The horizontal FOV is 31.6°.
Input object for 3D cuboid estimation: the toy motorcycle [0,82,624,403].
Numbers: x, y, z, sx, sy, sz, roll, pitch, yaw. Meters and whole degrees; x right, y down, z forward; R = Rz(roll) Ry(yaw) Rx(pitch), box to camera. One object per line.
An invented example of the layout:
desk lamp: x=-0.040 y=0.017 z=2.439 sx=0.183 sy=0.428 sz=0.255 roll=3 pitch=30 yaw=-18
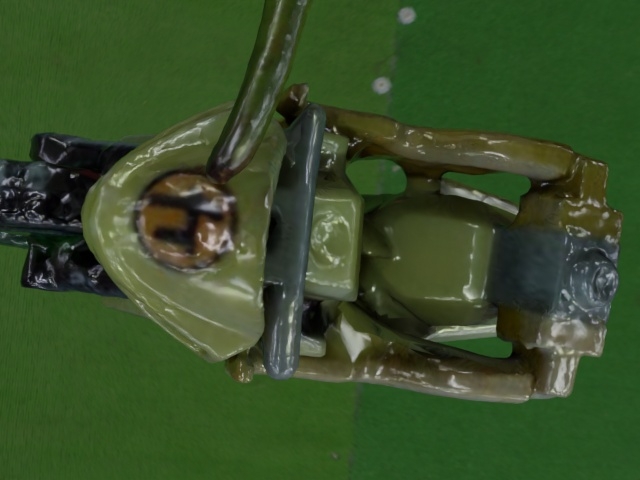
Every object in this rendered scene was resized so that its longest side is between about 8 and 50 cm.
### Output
toy motorcycle: x=0.000 y=0.000 z=0.656 sx=0.410 sy=0.237 sz=0.168 roll=6 pitch=91 yaw=-34

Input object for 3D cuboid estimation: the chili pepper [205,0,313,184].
chili pepper: x=-0.040 y=-0.207 z=0.422 sx=0.137 sy=0.092 sz=0.368 roll=-30 pitch=67 yaw=22
